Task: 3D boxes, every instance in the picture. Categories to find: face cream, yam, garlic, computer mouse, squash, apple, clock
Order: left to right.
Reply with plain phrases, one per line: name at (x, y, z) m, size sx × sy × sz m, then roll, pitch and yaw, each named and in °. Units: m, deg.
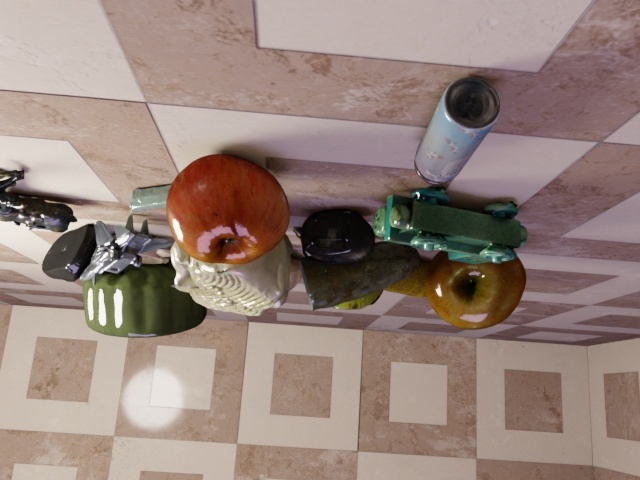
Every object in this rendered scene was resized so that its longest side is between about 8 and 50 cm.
computer mouse at (-0.653, 0.043, 1.589) m, size 0.086 × 0.138 × 0.269 m, roll 32°, pitch 152°, yaw -33°
clock at (-0.500, 0.022, 1.633) m, size 0.229 × 0.063 × 0.155 m, roll 1°, pitch 168°, yaw 22°
apple at (-0.157, -0.046, 1.029) m, size 0.209 × 0.164 × 0.209 m, roll -10°, pitch 143°, yaw -8°
garlic at (-0.168, 0.078, 1.667) m, size 0.266 × 0.129 × 0.148 m, roll 14°, pitch 162°, yaw -19°
squash at (0.093, 0.117, 1.757) m, size 0.191 × 0.184 × 0.085 m, roll -2°, pitch 126°, yaw 12°
yam at (0.092, 0.069, 1.414) m, size 0.330 × 0.133 × 0.133 m, roll -15°, pitch 174°, yaw -25°
face cream at (0.221, 0.094, 1.636) m, size 0.348 × 0.105 × 0.105 m, roll 13°, pitch 163°, yaw -33°
face cream at (0.179, -0.137, 0.824) m, size 0.075 × 0.075 × 0.229 m, roll 4°, pitch 166°, yaw -1°
apple at (0.369, 0.101, 1.429) m, size 0.236 × 0.237 × 0.207 m, roll -3°, pitch 177°, yaw 23°

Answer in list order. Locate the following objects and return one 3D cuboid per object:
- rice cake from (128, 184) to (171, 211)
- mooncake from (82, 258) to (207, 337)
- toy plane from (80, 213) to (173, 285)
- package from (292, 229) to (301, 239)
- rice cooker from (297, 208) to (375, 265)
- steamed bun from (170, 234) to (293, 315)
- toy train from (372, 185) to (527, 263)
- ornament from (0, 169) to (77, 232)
rice cake at (-0.284, -0.088, 1.182) m, size 0.245 × 0.045 × 0.042 m, roll -4°, pitch 166°, yaw 27°
mooncake at (-0.502, 0.155, 1.730) m, size 0.351 × 0.188 × 0.351 m, roll 3°, pitch -173°, yaw 0°
toy plane at (-0.512, 0.047, 1.456) m, size 0.267 × 0.088 × 0.212 m, roll -38°, pitch 145°, yaw 24°
package at (0.000, 0.000, 1.445) m, size 0.131 × 0.047 × 0.071 m, roll 0°, pitch 168°, yaw 6°
rice cooker at (0.033, -0.007, 1.283) m, size 0.165 × 0.112 × 0.106 m, roll -2°, pitch 159°, yaw 17°
steamed bun at (-0.182, 0.037, 1.339) m, size 0.275 × 0.206 × 0.320 m, roll 33°, pitch 151°, yaw -33°
toy train at (0.251, -0.020, 1.177) m, size 0.298 × 0.120 × 0.194 m, roll 10°, pitch 169°, yaw -22°
ornament at (-0.606, -0.079, 1.232) m, size 0.202 × 0.080 × 0.236 m, roll 14°, pitch 163°, yaw -21°
